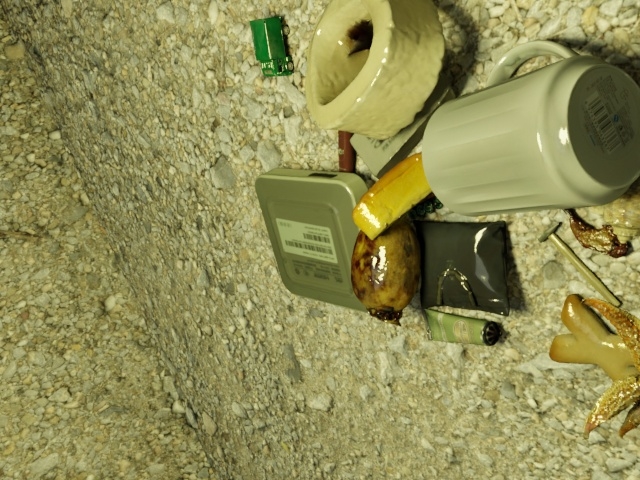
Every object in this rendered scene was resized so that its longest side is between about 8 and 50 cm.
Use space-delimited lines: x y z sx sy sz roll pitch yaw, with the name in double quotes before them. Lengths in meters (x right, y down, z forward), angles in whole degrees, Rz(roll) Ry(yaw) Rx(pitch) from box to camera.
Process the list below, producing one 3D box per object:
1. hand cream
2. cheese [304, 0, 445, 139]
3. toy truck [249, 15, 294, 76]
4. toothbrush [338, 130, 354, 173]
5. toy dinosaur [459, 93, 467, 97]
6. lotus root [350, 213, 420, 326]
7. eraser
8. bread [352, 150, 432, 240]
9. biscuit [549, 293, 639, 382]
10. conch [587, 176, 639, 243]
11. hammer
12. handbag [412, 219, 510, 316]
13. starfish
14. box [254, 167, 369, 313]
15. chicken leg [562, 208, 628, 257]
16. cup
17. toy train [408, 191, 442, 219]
"hand cream" 0.322 0.208 1.610 0.235 0.055 0.086 0 106 55
"cheese" 0.101 -0.370 1.396 0.332 0.153 0.292 -20 66 58
"toy truck" -0.117 -0.481 1.728 0.065 0.079 0.147 11 118 44
"toothbrush" 0.063 -0.194 1.699 0.041 0.041 0.363 26 130 38
"toy dinosaur" 0.301 -0.277 1.414 0.119 0.029 0.060 -55 50 43
"lotus root" 0.147 0.046 1.581 0.169 0.141 0.314 18 107 57
"eraser" 0.175 -0.261 1.516 0.111 0.077 0.352 55 139 12
"bread" 0.176 -0.104 1.484 0.094 0.245 0.102 49 173 12
"biscuit" 0.557 0.214 1.356 0.208 0.047 0.164 28 125 36
"conch" 0.525 -0.098 1.175 0.155 0.130 0.207 13 100 28
"hammer" 0.511 0.051 1.351 0.199 0.013 0.062 51 138 17
"handbag" 0.305 0.059 1.523 0.254 0.089 0.211 2 99 50
"starfish" 0.588 0.271 1.258 0.302 0.084 0.293 14 119 10
"box" 0.000 0.000 1.800 0.367 0.090 0.373 9 122 46
"chicken leg" 0.510 -0.015 1.304 0.145 0.037 0.062 32 108 32
"cup" 0.374 -0.205 1.196 0.327 0.237 0.322 -7 67 62
"toy train" 0.231 -0.089 1.569 0.103 0.044 0.064 -29 75 50
